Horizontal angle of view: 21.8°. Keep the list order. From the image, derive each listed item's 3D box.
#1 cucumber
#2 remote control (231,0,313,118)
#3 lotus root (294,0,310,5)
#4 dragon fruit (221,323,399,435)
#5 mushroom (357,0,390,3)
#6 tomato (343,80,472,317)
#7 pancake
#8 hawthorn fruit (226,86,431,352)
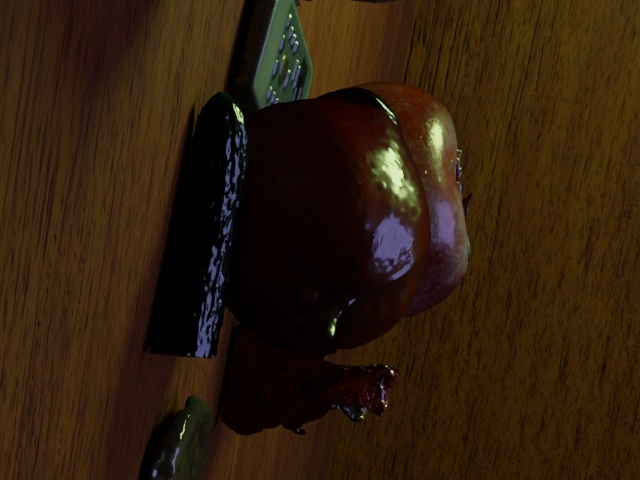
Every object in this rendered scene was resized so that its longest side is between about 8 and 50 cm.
[{"bbox_3d":[-0.093,-0.012,1.325,0.058,0.052,0.215,10,89,-56],"label":"cucumber"},{"bbox_3d":[-0.044,-0.158,1.589,0.285,0.038,0.123,80,23,-75],"label":"remote control"},{"bbox_3d":[0.006,-0.317,1.577,0.159,0.095,0.135,-33,149,-19],"label":"lotus root"},{"bbox_3d":[-0.008,0.143,1.816,0.092,0.192,0.122,-22,109,-76],"label":"dragon fruit"},{"bbox_3d":[0.087,-0.324,1.074,0.362,0.294,0.362,-47,151,-37],"label":"mushroom"},{"bbox_3d":[0.055,-0.040,1.869,0.270,0.227,0.270,-7,90,-88],"label":"tomato"},{"bbox_3d":[-0.134,0.255,1.479,0.222,0.042,0.236,90,12,-56],"label":"pancake"},{"bbox_3d":[0.000,0.000,1.413,0.250,0.215,0.215,-106,-163,-47],"label":"hawthorn fruit"}]
